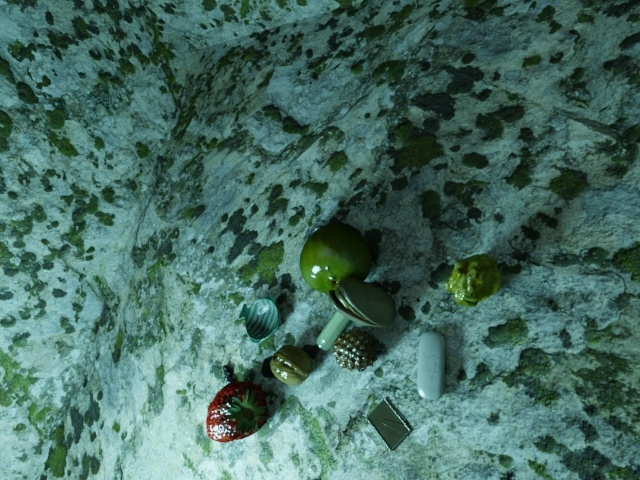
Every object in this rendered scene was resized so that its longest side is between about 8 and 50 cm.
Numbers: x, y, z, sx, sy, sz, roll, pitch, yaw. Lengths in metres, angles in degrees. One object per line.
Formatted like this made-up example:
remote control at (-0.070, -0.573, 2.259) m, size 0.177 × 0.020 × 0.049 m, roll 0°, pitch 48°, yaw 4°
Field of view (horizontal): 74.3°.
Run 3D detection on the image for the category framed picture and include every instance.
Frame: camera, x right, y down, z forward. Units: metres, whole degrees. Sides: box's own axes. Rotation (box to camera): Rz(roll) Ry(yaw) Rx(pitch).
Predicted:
framed picture at (0.246, 0.669, 1.541) m, size 0.109 × 0.011 × 0.149 m, roll -50°, pitch 52°, yaw 8°

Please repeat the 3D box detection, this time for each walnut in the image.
walnut at (-0.117, 0.522, 1.767) m, size 0.184 × 0.155 × 0.155 m, roll 17°, pitch 81°, yaw 43°

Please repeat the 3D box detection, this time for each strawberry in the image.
strawberry at (-0.370, 0.725, 1.808) m, size 0.288 × 0.250 × 0.238 m, roll -25°, pitch 62°, yaw 54°

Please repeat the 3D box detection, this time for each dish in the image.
dish at (-0.264, 0.367, 1.970) m, size 0.246 × 0.078 × 0.224 m, roll 13°, pitch 79°, yaw 36°

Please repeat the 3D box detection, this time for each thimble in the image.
thimble at (0.001, -0.002, 1.933) m, size 0.135 × 0.090 × 0.118 m, roll -35°, pitch 53°, yaw 21°

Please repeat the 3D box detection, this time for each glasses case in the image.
glasses case at (0.394, 0.443, 1.501) m, size 0.092 × 0.059 × 0.233 m, roll -4°, pitch 68°, yaw 35°

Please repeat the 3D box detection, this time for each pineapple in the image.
pineapple at (0.150, 0.420, 1.620) m, size 0.193 × 0.166 × 0.166 m, roll -17°, pitch 63°, yaw 29°

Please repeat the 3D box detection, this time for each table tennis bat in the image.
table tennis bat at (-0.252, 0.573, 1.920) m, size 0.157 × 0.013 × 0.086 m, roll 1°, pitch 73°, yaw 34°

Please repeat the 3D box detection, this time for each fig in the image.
fig at (0.066, 0.058, 1.752) m, size 0.317 × 0.316 × 0.315 m, roll -13°, pitch 64°, yaw 30°

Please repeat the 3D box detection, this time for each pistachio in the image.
pistachio at (0.162, 0.247, 1.609) m, size 0.166 × 0.288 × 0.197 m, roll -54°, pitch 32°, yaw 29°

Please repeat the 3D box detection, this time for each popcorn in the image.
popcorn at (0.527, 0.130, 1.466) m, size 0.197 × 0.198 × 0.155 m, roll -46°, pitch 50°, yaw 10°

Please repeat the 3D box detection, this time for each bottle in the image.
bottle at (0.060, 0.355, 1.731) m, size 0.072 × 0.072 × 0.201 m, roll 47°, pitch 114°, yaw 37°

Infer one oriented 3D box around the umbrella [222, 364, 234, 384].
umbrella at (-0.430, 0.654, 1.992) m, size 0.040 × 0.037 × 0.143 m, roll -56°, pitch 47°, yaw 30°

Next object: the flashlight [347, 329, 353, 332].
flashlight at (0.151, 0.378, 1.719) m, size 0.083 × 0.018 × 0.018 m, roll 5°, pitch 75°, yaw 35°
